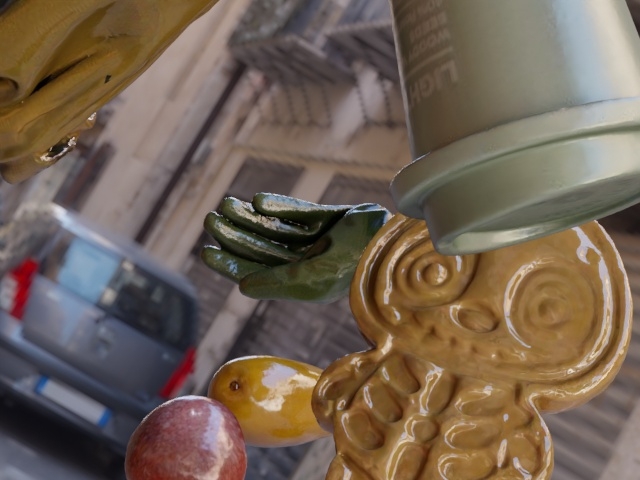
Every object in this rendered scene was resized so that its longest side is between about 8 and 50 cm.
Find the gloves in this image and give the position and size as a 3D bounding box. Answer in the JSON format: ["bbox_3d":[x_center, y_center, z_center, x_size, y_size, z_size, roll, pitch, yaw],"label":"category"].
[{"bbox_3d":[0.007,0.010,1.478,0.268,0.135,0.107,2,-47,15],"label":"gloves"}]

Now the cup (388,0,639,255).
[{"bbox_3d":[0.073,-0.074,0.566,0.120,0.120,0.141,44,29,-76],"label":"cup"}]

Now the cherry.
[{"bbox_3d":[-0.126,0.216,1.237,0.107,0.090,0.225,23,39,-1],"label":"cherry"}]

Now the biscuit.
[{"bbox_3d":[0.097,0.079,0.996,0.202,0.288,0.044,23,-24,22],"label":"biscuit"}]

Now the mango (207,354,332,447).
[{"bbox_3d":[-0.031,0.159,1.394,0.102,0.084,0.184,-22,-28,35],"label":"mango"}]

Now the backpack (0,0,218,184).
[{"bbox_3d":[-0.158,-0.218,0.886,0.201,0.353,0.378,49,-3,-27],"label":"backpack"}]
